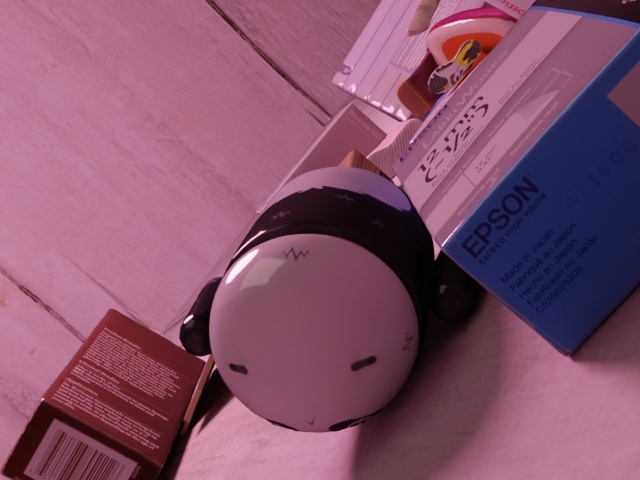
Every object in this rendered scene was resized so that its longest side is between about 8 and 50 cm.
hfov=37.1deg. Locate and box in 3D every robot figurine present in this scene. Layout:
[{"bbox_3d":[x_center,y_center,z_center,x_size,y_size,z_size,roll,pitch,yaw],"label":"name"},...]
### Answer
[{"bbox_3d":[0.009,0.043,0.811,0.209,0.173,0.278,-50,7,25],"label":"robot figurine"}]

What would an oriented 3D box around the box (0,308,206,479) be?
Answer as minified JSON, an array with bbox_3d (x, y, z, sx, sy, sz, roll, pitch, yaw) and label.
[{"bbox_3d":[-0.311,0.256,1.437,0.143,0.191,0.381,-58,5,15],"label":"box"}]

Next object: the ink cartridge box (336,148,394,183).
[{"bbox_3d":[0.000,0.000,1.339,0.234,0.088,0.193,-48,9,17],"label":"ink cartridge box"}]

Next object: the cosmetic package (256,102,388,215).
[{"bbox_3d":[0.015,-0.099,1.588,0.238,0.127,0.107,-52,8,-5],"label":"cosmetic package"}]

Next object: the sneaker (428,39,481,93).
[{"bbox_3d":[0.168,-0.211,1.180,0.083,0.031,0.035,-42,-8,9],"label":"sneaker"}]

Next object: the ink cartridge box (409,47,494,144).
[{"bbox_3d":[0.197,-0.172,1.147,0.181,0.061,0.104,-41,12,48],"label":"ink cartridge box"}]

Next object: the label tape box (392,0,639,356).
[{"bbox_3d":[0.173,-0.101,0.678,0.249,0.115,0.347,-49,15,10],"label":"label tape box"}]

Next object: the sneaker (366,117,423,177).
[{"bbox_3d":[0.115,-0.142,1.512,0.134,0.051,0.070,-45,7,11],"label":"sneaker"}]

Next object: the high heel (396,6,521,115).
[{"bbox_3d":[0.229,-0.287,1.320,0.181,0.127,0.377,-45,11,-13],"label":"high heel"}]

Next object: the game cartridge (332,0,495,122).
[{"bbox_3d":[0.189,-0.372,1.609,0.230,0.068,0.355,37,97,41],"label":"game cartridge"}]

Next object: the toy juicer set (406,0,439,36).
[{"bbox_3d":[0.251,-0.426,1.413,0.329,0.089,0.209,-25,25,8],"label":"toy juicer set"}]

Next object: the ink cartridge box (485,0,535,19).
[{"bbox_3d":[0.231,-0.325,1.064,0.063,0.109,0.150,-67,8,-27],"label":"ink cartridge box"}]

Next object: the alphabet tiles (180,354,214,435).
[{"bbox_3d":[-0.146,0.132,1.485,0.342,0.011,0.285,-76,8,-72],"label":"alphabet tiles"}]
